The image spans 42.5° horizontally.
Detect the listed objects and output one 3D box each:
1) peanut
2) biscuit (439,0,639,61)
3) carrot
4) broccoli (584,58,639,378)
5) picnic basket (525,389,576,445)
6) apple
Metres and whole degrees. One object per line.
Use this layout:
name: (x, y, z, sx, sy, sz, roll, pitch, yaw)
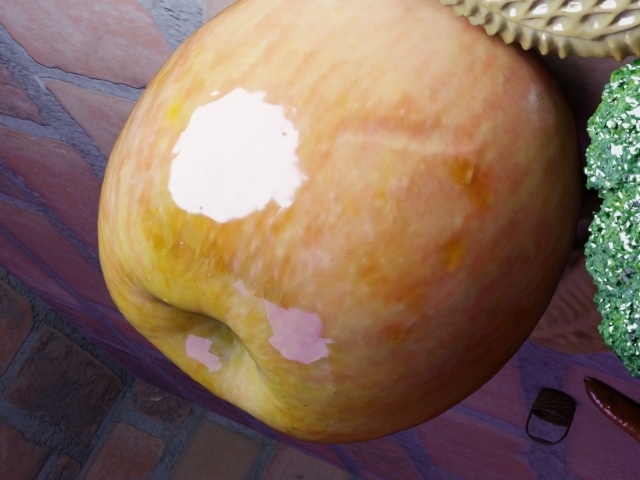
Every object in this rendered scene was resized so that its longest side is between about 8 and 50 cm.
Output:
peanut: (0.265, 0.032, 0.801, 0.153, 0.140, 0.325, 53, 157, -12)
biscuit: (0.148, -0.202, 0.483, 0.259, 0.079, 0.259, 24, 159, 10)
carrot: (0.471, 0.274, 1.216, 0.224, 0.057, 0.057, 35, 158, -9)
broccoli: (0.306, -0.002, 0.541, 0.294, 0.245, 0.265, 41, 135, -22)
picnic basket: (0.368, 0.289, 1.323, 0.072, 0.083, 0.072, 24, 157, 11)
apple: (0.008, -0.023, 0.705, 0.391, 0.346, 0.391, 28, 156, 14)
